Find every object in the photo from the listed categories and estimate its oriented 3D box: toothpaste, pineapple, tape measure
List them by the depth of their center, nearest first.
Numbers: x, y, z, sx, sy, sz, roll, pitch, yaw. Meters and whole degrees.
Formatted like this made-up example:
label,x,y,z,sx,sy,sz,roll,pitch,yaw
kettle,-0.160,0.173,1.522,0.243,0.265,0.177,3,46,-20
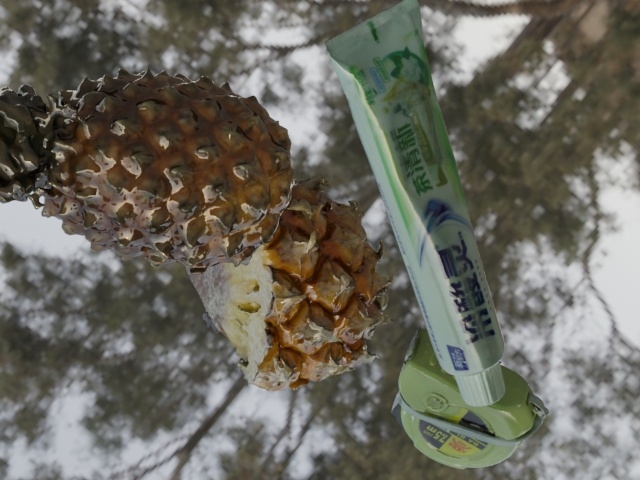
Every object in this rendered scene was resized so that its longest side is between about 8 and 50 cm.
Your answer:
label,x,y,z,sx,sy,sz,roll,pitch,yaw
toothpaste,0.074,-0.013,0.869,0.048,0.074,0.297,25,141,52
pineapple,-0.198,-0.074,1.043,0.361,0.175,0.175,14,-152,-27
tape measure,0.164,0.192,1.507,0.177,0.154,0.087,26,-138,1
pineapple,0.003,0.000,1.559,0.286,0.209,0.344,4,-141,-36
